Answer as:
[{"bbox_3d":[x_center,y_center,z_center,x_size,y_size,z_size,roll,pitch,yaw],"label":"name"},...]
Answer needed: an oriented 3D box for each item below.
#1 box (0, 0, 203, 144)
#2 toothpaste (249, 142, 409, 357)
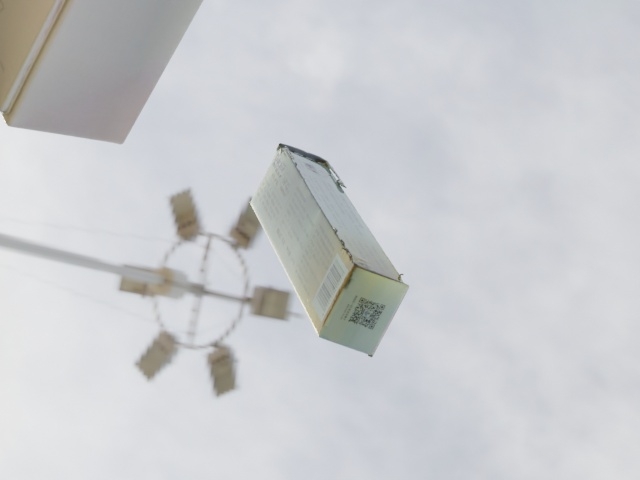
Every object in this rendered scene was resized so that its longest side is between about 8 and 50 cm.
[{"bbox_3d":[-0.081,-0.124,0.508,0.129,0.051,0.130,-56,-132,28],"label":"box"},{"bbox_3d":[0.000,0.000,1.528,0.089,0.071,0.313,-64,-156,17],"label":"toothpaste"}]
